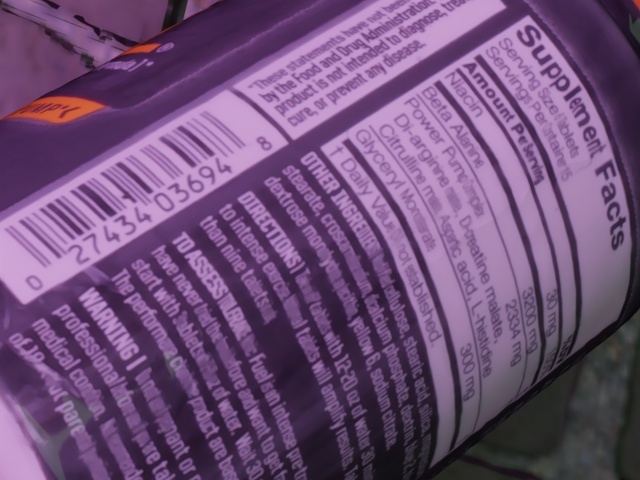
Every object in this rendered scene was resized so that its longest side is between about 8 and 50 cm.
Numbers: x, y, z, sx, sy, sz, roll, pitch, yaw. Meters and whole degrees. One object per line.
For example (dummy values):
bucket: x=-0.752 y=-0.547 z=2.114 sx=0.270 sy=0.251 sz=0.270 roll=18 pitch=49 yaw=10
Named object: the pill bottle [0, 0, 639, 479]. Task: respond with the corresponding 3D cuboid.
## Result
pill bottle: x=0.000 y=0.000 z=0.458 sx=0.246 sy=0.130 sz=0.130 roll=-33 pitch=99 yaw=-31
